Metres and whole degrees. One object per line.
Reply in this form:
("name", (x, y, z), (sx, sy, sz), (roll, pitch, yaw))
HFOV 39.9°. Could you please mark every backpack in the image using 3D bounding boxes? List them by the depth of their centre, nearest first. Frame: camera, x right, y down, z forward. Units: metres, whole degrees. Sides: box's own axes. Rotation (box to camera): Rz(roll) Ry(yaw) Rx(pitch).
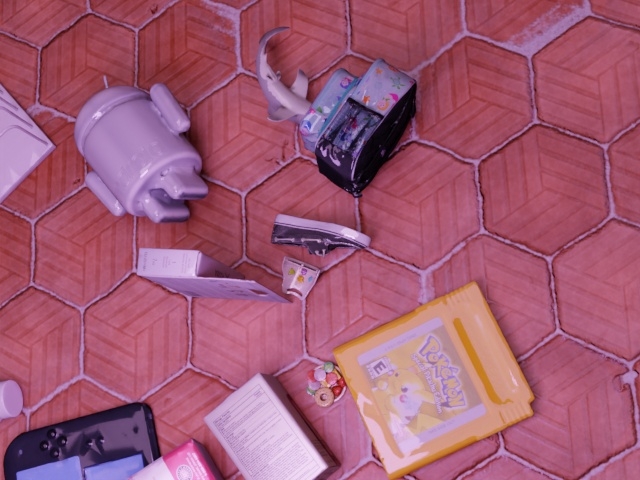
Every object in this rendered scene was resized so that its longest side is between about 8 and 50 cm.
("backpack", (0.082, -0.243, 1.790), (0.191, 0.225, 0.253), (38, 86, 9))

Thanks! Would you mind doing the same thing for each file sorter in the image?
("file sorter", (-0.797, -0.265, 2.039), (0.193, 0.173, 0.278), (-45, 71, 1))

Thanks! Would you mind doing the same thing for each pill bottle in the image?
("pill bottle", (-0.750, 0.359, 1.924), (0.180, 0.108, 0.108), (-12, 75, 10))

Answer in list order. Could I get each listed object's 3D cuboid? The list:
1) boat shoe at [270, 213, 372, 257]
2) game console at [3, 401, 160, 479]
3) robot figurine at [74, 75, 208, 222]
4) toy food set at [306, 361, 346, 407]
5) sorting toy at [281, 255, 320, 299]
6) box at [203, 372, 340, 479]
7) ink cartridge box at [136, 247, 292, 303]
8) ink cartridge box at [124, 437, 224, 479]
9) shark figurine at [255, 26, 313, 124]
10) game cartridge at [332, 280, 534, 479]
("boat shoe", (0.000, 0.000, 1.838), (0.219, 0.078, 0.070), (11, 80, 24))
("game console", (-0.481, 0.562, 1.839), (0.341, 0.060, 0.387), (-17, 75, 10))
("robot figurine", (-0.395, -0.194, 1.908), (0.300, 0.199, 0.353), (-48, 70, 17))
("toy food set", (0.011, 0.291, 1.796), (0.083, 0.020, 0.083), (-40, 72, 3))
("sorting toy", (-0.045, 0.083, 1.847), (0.083, 0.045, 0.075), (22, 91, 17))
("box", (-0.093, 0.398, 1.743), (0.148, 0.127, 0.232), (-40, 72, 3))
("ink cartridge box", (-0.201, 0.072, 1.763), (0.238, 0.275, 0.060), (2, 78, 14))
("ink cartridge box", (-0.318, 0.565, 1.726), (0.306, 0.131, 0.226), (-31, 77, -6))
("shark figurine", (-0.098, -0.329, 1.923), (0.166, 0.116, 0.278), (-27, 79, -28))
("game cartridge", (0.223, 0.273, 1.733), (0.323, 0.052, 0.285), (-28, 73, 8))
